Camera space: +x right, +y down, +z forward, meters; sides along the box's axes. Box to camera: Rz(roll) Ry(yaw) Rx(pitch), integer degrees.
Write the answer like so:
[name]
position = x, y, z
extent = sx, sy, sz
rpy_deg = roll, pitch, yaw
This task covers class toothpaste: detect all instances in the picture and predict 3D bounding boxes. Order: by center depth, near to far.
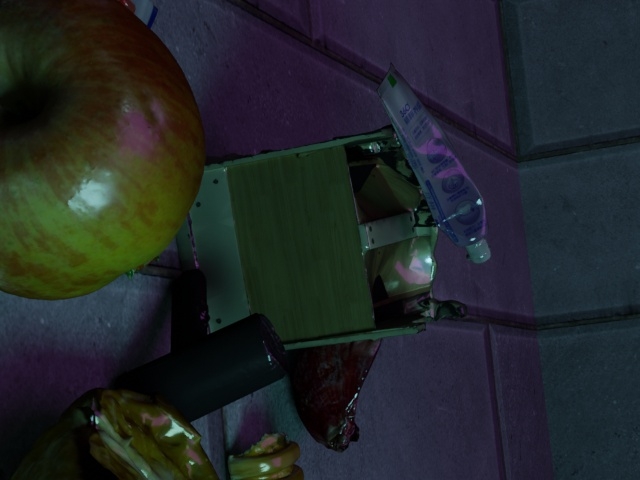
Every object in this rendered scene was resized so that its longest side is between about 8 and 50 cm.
[toothpaste]
position = 0.150, -0.092, 1.752
extent = 0.075, 0.048, 0.301
rpy_deg = -45, 120, -28

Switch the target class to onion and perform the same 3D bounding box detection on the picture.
[onion]
position = 0.021, 0.192, 2.002
extent = 0.283, 0.120, 0.227
rpy_deg = -76, -174, -52

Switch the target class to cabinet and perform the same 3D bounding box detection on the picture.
[cabinet]
position = 0.000, 0.000, 1.827
extent = 0.227, 0.318, 0.290
rpy_deg = -13, 93, -67

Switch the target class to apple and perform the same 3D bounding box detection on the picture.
[apple]
position = -0.252, -0.087, 1.318
extent = 0.301, 0.301, 0.302
rpy_deg = -9, 90, -67

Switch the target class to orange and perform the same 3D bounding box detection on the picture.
[orange]
position = -0.200, 0.308, 1.341
extent = 0.271, 0.210, 0.369
rpy_deg = 44, 5, -10

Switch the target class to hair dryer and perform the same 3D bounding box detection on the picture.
[hair dryer]
position = -0.153, 0.114, 1.657
extent = 0.089, 0.197, 0.251
rpy_deg = 59, 9, -35

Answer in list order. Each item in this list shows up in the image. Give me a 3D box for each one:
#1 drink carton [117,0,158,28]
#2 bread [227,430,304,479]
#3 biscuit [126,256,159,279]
[drink carton]
position = -0.308, -0.284, 1.439
extent = 0.315, 0.106, 0.131
rpy_deg = 48, 56, -54
[bread]
position = -0.067, 0.346, 1.847
extent = 0.119, 0.084, 0.177
rpy_deg = -13, 98, -67
[biscuit]
position = -0.224, 0.015, 1.678
extent = 0.089, 0.016, 0.046
rpy_deg = -38, 117, -65
